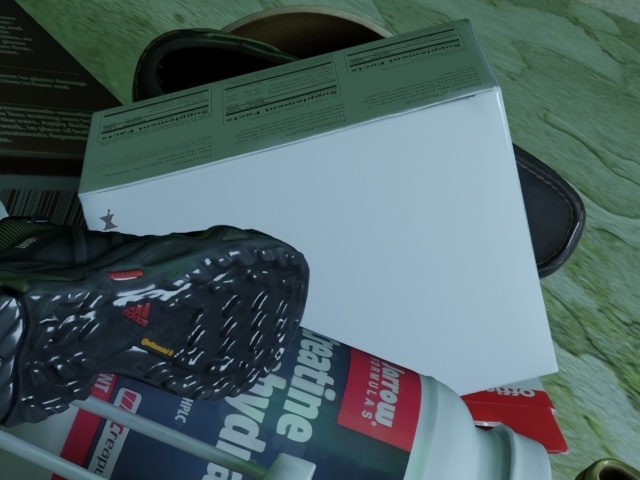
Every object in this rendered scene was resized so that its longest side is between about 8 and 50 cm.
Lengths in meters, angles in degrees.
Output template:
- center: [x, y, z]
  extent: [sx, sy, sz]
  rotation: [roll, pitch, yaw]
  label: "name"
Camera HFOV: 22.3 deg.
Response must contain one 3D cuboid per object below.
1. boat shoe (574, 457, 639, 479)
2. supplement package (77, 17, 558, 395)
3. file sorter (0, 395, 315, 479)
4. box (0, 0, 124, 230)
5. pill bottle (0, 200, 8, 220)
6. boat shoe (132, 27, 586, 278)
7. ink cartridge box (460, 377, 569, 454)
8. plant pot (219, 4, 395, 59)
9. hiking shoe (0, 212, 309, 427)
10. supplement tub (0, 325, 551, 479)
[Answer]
- center: [0.203, 0.251, 0.923]
  extent: [0.111, 0.104, 0.307]
  rotation: [-3, 34, -22]
  label: "boat shoe"
- center: [0.000, 0.000, 1.058]
  extent: [0.262, 0.204, 0.145]
  rotation: [-14, 25, 3]
  label: "supplement package"
- center: [-0.138, 0.194, 0.643]
  extent: [0.173, 0.193, 0.277]
  rotation: [23, 22, 6]
  label: "file sorter"
- center: [-0.292, -0.099, 1.231]
  extent: [0.191, 0.143, 0.381]
  rotation: [2, 32, -42]
  label: "box"
- center: [-0.329, 0.016, 0.888]
  extent: [0.301, 0.169, 0.169]
  rotation: [7, 27, -34]
  label: "pill bottle"
- center: [0.023, -0.054, 1.183]
  extent: [0.355, 0.132, 0.130]
  rotation: [19, 2, 2]
  label: "boat shoe"
- center: [0.080, 0.111, 1.164]
  extent: [0.134, 0.078, 0.231]
  rotation: [5, 27, -12]
  label: "ink cartridge box"
- center: [-0.009, -0.073, 1.380]
  extent: [0.237, 0.237, 0.254]
  rotation: [23, 5, 0]
  label: "plant pot"
- center: [-0.101, 0.019, 0.741]
  extent: [0.114, 0.086, 0.227]
  rotation: [30, 20, 35]
  label: "hiking shoe"
- center: [-0.035, 0.138, 0.869]
  extent: [0.272, 0.191, 0.191]
  rotation: [21, 22, -4]
  label: "supplement tub"
